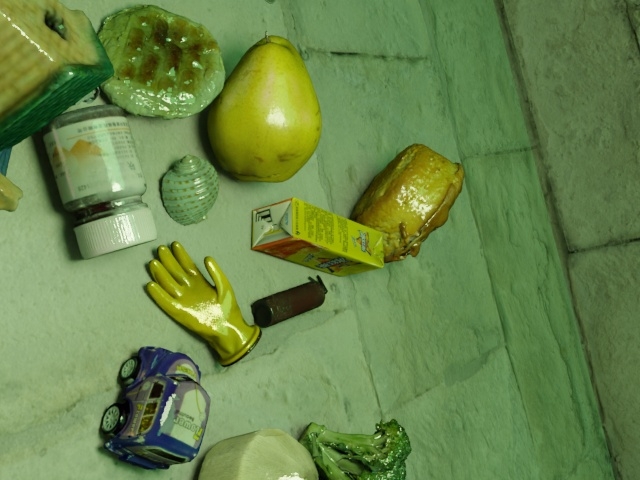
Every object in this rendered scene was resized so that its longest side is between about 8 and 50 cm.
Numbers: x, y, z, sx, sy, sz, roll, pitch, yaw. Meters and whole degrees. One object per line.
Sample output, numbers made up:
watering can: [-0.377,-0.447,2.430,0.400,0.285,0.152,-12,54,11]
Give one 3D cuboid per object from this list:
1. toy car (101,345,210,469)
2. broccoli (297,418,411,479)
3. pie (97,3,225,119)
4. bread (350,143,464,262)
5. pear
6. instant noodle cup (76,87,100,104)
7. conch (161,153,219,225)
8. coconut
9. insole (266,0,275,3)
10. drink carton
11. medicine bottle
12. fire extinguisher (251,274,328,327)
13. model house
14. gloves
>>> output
toy car: [-0.301,0.324,1.514,0.172,0.158,0.235,36,54,-39]
broccoli: [0.068,0.549,1.831,0.283,0.304,0.321,38,41,3]
pie: [-0.349,-0.395,1.692,0.306,0.071,0.306,12,65,-26]
bread: [0.236,-0.107,2.191,0.204,0.337,0.358,36,47,-7]
pear: [-0.136,-0.301,1.816,0.285,0.285,0.336,-5,82,-51]
instant noodle cup: [-0.535,-0.324,1.461,0.208,0.125,0.177,54,44,-25]
conch: [-0.285,-0.114,1.722,0.135,0.102,0.153,-23,98,-36]
coconut: [-0.116,0.512,1.594,0.237,0.266,0.237,23,55,-38]
insole: [-0.125,-0.755,2.183,0.080,0.003,0.232,43,49,-34]
drink carton: [0.000,0.000,1.977,0.351,0.154,0.111,20,64,-45]
medicine bottle: [-0.423,-0.112,1.497,0.165,0.165,0.273,-18,92,-51]
fire extinguisher: [-0.064,0.144,1.931,0.089,0.072,0.267,45,34,21]
model house: [-0.539,-0.244,1.183,0.342,0.382,0.335,44,22,-38]
gloves: [-0.263,0.130,1.676,0.294,0.116,0.133,51,37,-18]
